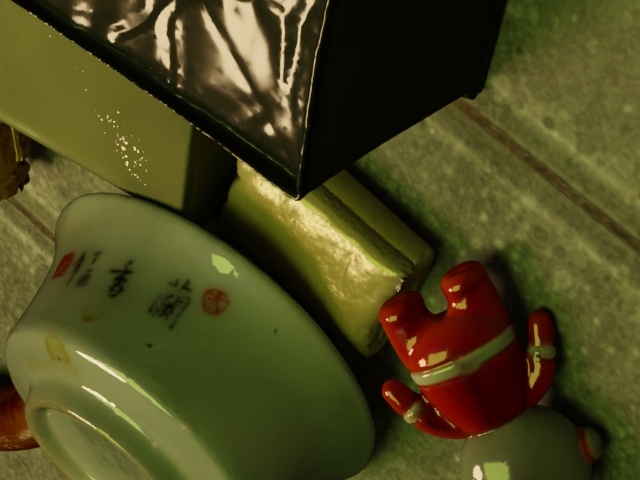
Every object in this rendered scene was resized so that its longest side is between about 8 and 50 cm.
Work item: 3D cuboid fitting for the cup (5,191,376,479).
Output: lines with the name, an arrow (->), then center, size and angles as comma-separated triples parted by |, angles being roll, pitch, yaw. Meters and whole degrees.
cup -> -0.139, 0.139, 1.507 | 0.347, 0.163, 0.347 | 31, 152, 19

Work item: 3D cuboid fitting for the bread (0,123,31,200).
bread -> -0.397, -0.133, 1.655 | 0.261, 0.160, 0.147 | 34, 131, 28

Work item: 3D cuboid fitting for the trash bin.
trash bin -> -0.170, -0.158, 1.444 | 0.247, 0.121, 0.243 | 30, 134, 23

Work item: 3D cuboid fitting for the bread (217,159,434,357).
bread -> 0.000, 0.000, 1.422 | 0.178, 0.060, 0.139 | 41, 138, 17

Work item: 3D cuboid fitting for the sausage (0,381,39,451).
sausage -> -0.340, 0.175, 1.871 | 0.302, 0.076, 0.102 | -5, 104, 45

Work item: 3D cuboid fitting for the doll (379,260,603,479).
doll -> 0.139, 0.137, 1.352 | 0.142, 0.076, 0.245 | -28, 102, 13

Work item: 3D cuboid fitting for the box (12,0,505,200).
box -> -0.054, -0.240, 1.198 | 0.345, 0.204, 0.251 | 35, 136, 23
